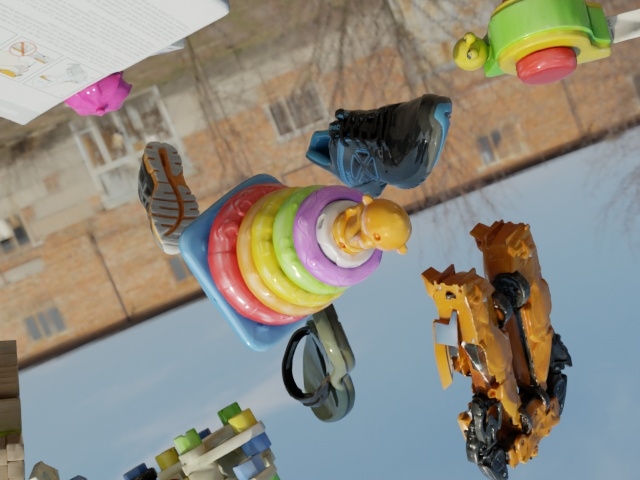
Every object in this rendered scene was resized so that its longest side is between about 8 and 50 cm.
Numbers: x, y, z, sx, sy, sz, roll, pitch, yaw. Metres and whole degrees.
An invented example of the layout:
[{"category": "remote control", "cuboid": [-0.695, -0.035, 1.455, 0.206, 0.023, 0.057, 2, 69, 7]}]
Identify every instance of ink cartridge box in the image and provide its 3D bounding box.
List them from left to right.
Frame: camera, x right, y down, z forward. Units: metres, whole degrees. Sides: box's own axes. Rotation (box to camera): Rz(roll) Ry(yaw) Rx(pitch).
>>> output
[{"category": "ink cartridge box", "cuboid": [-0.242, -0.194, 0.731, 0.238, 0.060, 0.275, -21, 161, 24]}]

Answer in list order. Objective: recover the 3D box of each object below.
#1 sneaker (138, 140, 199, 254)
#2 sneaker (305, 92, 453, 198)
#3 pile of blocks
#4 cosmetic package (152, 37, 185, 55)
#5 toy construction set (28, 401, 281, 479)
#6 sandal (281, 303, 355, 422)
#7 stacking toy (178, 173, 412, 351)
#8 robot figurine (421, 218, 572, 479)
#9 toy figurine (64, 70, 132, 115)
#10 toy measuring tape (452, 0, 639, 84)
[{"category": "sneaker", "cuboid": [-0.256, -0.060, 1.574, 0.084, 0.215, 0.083, 9, 139, -29]}, {"category": "sneaker", "cuboid": [0.084, -0.146, 1.467, 0.341, 0.139, 0.125, -29, -139, 66]}, {"category": "pile of blocks", "cuboid": [-0.468, 0.262, 1.318, 0.112, 0.149, 0.362, -2, -155, -18]}, {"category": "cosmetic package", "cuboid": [-0.282, -0.419, 1.536, 0.085, 0.231, 0.117, 1, 178, -44]}, {"category": "toy construction set", "cuboid": [-0.189, 0.300, 1.158, 0.327, 0.151, 0.215, -16, 180, 9]}, {"category": "sandal", "cuboid": [-0.013, 0.169, 1.311, 0.086, 0.120, 0.303, -24, 154, -12]}, {"category": "stacking toy", "cuboid": [0.000, 0.000, 1.002, 0.165, 0.175, 0.302, -40, -169, -30]}, {"category": "robot figurine", "cuboid": [0.210, 0.134, 1.121, 0.085, 0.291, 0.211, 11, -144, 43]}, {"category": "toy figurine", "cuboid": [-0.285, -0.230, 1.157, 0.130, 0.159, 0.173, -18, -160, 23]}, {"category": "toy measuring tape", "cuboid": [0.312, -0.253, 1.090, 0.330, 0.121, 0.121, -12, -170, 11]}]
